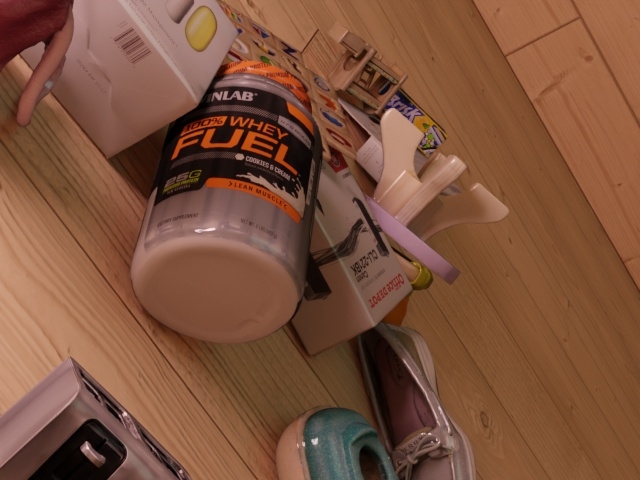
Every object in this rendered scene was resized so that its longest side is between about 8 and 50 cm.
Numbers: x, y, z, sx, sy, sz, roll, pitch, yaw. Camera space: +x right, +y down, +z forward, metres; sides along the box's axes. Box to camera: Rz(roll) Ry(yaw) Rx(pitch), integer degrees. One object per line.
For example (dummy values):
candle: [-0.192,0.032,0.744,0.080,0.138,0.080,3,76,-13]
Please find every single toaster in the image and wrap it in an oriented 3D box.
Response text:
toaster: [-0.190,0.201,0.926,0.168,0.110,0.186,49,-9,-15]

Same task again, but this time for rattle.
rattle: [0.071,0.046,1.764,0.200,0.142,0.130,34,20,11]

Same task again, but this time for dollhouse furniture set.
dollhouse furniture set: [0.037,-0.334,2.024,0.182,0.101,0.161,28,14,-44]

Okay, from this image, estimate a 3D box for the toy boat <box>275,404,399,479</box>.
toy boat: [0.024,0.323,1.259,0.318,0.148,0.267,-5,71,-64]

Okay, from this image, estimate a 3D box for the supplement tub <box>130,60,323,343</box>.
supplement tub: [-0.100,-0.054,1.293,0.193,0.194,0.316,46,35,-35]

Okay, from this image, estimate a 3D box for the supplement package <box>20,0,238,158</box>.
supplement package: [-0.228,-0.247,1.303,0.194,0.149,0.203,53,28,-23]

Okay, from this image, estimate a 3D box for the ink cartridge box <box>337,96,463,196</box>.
ink cartridge box: [0.143,-0.146,2.053,0.239,0.060,0.275,47,16,27]

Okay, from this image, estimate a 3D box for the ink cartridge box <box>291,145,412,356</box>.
ink cartridge box: [0.000,0.000,1.558,0.272,0.114,0.197,63,24,-3]

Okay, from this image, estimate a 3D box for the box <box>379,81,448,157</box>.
box: [0.167,-0.242,2.132,0.169,0.059,0.054,42,12,-16]

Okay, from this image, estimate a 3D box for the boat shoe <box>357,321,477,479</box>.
boat shoe: [0.128,0.257,1.578,0.103,0.118,0.320,26,40,-46]

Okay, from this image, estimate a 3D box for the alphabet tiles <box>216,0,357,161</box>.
alphabet tiles: [-0.077,-0.242,1.606,0.285,0.011,0.342,29,25,-26]

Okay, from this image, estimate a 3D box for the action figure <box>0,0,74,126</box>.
action figure: [-0.245,-0.259,1.013,0.275,0.370,0.248,50,29,-31]

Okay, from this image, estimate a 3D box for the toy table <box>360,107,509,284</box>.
toy table: [0.153,-0.074,1.765,0.274,0.161,0.252,40,4,-16]
